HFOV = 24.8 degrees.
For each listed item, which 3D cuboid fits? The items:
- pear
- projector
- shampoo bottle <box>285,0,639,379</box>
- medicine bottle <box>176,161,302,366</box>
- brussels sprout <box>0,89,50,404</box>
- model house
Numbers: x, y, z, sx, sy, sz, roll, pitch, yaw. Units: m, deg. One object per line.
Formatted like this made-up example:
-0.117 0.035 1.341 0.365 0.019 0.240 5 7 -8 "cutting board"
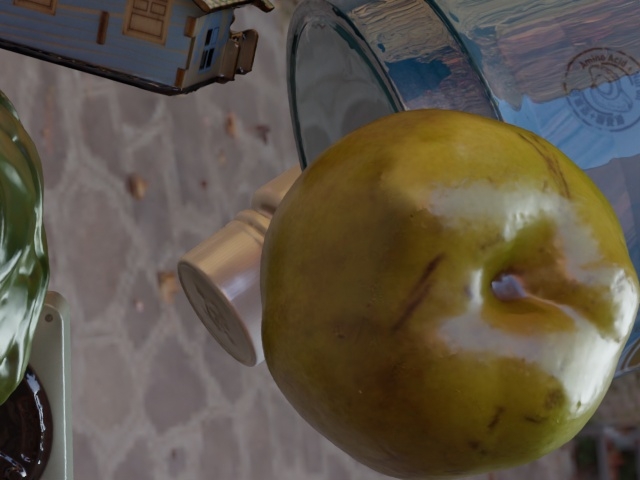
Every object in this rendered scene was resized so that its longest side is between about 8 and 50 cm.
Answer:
0.060 0.029 0.753 0.200 0.200 0.200 -8 90 -72 "pear"
-0.381 0.176 1.456 0.079 0.257 0.259 -88 180 -74 "projector"
0.190 -0.066 1.074 0.331 0.343 0.331 162 -90 -76 "shampoo bottle"
0.000 0.000 1.286 0.237 0.139 0.139 -37 129 -19 "medicine bottle"
-0.326 0.021 1.075 0.328 0.247 0.328 -2 90 -68 "brussels sprout"
-0.155 -0.234 1.006 0.178 0.271 0.206 -36 140 -65 "model house"
